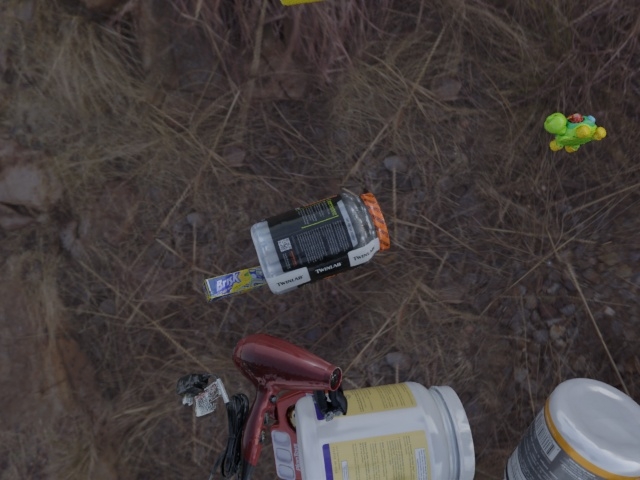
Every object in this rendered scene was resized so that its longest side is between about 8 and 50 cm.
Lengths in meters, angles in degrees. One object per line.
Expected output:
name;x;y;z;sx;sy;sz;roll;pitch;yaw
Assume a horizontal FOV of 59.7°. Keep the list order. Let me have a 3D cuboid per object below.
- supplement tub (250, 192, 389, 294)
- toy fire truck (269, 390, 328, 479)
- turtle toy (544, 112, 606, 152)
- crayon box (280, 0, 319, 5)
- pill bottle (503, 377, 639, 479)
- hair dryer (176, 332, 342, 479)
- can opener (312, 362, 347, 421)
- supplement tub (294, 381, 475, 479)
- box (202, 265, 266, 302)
supplement tub;0.000;0.000;1.495;0.338;0.207;0.207;-18;80;-2
toy fire truck;-0.032;0.535;1.519;0.253;0.169;0.302;0;106;27
turtle toy;0.535;-0.237;1.193;0.095;0.130;0.066;-28;65;59
crayon box;0.038;-0.432;0.545;0.313;0.363;0.106;6;58;29
pill bottle;0.390;0.364;0.884;0.162;0.162;0.278;28;128;21
hair dryer;-0.089;0.261;0.896;0.293;0.080;0.224;-35;66;20
can opener;0.010;0.262;0.974;0.059;0.186;0.073;-18;54;-1
supplement tub;0.123;0.426;1.158;0.331;0.241;0.241;-5;85;-7
box;-0.244;0.124;1.583;0.059;0.168;0.054;70;154;13
